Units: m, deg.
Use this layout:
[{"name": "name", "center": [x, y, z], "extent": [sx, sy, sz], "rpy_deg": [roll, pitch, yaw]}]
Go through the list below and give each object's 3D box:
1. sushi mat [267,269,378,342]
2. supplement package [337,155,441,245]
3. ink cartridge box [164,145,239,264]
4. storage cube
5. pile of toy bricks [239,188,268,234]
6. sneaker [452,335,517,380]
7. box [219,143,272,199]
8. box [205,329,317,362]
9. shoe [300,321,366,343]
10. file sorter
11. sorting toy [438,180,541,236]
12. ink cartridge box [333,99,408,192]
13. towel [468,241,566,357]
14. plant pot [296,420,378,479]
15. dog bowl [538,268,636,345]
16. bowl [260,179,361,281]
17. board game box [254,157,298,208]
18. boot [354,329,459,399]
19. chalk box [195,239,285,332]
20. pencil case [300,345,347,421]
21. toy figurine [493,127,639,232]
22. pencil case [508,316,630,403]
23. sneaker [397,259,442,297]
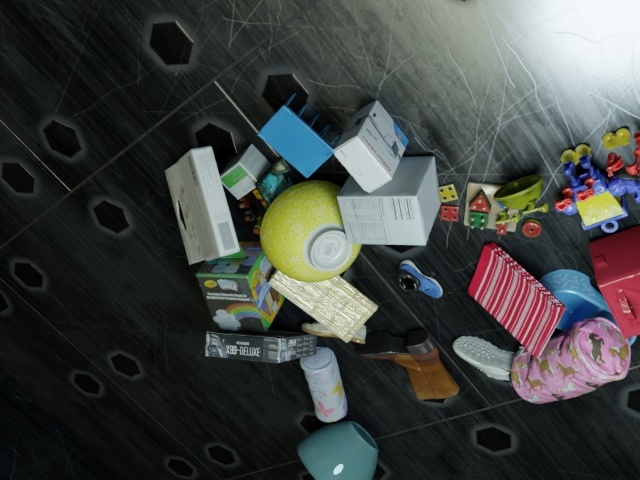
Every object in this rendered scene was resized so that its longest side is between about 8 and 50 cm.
[{"name": "sushi mat", "center": [0.007, 0.161, 2.122], "extent": [0.316, 0.019, 0.151], "rpy_deg": [38, 96, -10]}, {"name": "supplement package", "center": [0.178, -0.101, 1.780], "extent": [0.203, 0.194, 0.149], "rpy_deg": [2, 127, 24]}, {"name": "ink cartridge box", "center": [-0.336, -0.090, 1.980], "extent": [0.261, 0.066, 0.296], "rpy_deg": [-14, 91, 61]}, {"name": "storage cube", "center": [0.780, 0.087, 1.696], "extent": [0.193, 0.215, 0.183], "rpy_deg": [-23, 115, 26]}, {"name": "pile of toy bricks", "center": [-0.157, -0.047, 2.017], "extent": [0.118, 0.105, 0.212], "rpy_deg": [-18, 118, 31]}, {"name": "sneaker", "center": [0.499, 0.363, 2.102], "extent": [0.235, 0.090, 0.094], "rpy_deg": [23, 141, 5]}, {"name": "box", "center": [-0.206, -0.187, 1.930], "extent": [0.101, 0.102, 0.087], "rpy_deg": [-31, 112, 36]}, {"name": "box", "center": [-0.177, 0.323, 2.196], "extent": [0.243, 0.307, 0.076], "rpy_deg": [1, 86, 22]}, {"name": "shoe", "center": [0.043, 0.280, 2.232], "extent": [0.219, 0.076, 0.058], "rpy_deg": [9, 84, 22]}, {"name": "file sorter", "center": [-0.047, -0.272, 1.800], "extent": [0.170, 0.104, 0.118], "rpy_deg": [41, 130, -12]}, {"name": "sorting toy", "center": [0.428, -0.079, 1.806], "extent": [0.275, 0.046, 0.132], "rpy_deg": [9, 129, 15]}, {"name": "ink cartridge box", "center": [0.126, -0.229, 1.710], "extent": [0.082, 0.190, 0.139], "rpy_deg": [-28, 113, 35]}, {"name": "towel", "center": [0.507, 0.155, 1.866], "extent": [0.275, 0.031, 0.198], "rpy_deg": [48, 142, 36]}, {"name": "plant pot", "center": [0.087, 0.746, 2.460], "extent": [0.290, 0.290, 0.195], "rpy_deg": [43, 94, -14]}, {"name": "dog bowl", "center": [0.714, 0.195, 1.891], "extent": [0.297, 0.074, 0.166], "rpy_deg": [29, 131, -2]}, {"name": "bowl", "center": [0.000, 0.000, 1.863], "extent": [0.290, 0.156, 0.289], "rpy_deg": [-9, 116, -19]}, {"name": "board game box", "center": [-0.097, -0.115, 1.927], "extent": [0.026, 0.126, 0.186], "rpy_deg": [-6, 125, 39]}, {"name": "boot", "center": [0.272, 0.400, 2.235], "extent": [0.264, 0.096, 0.280], "rpy_deg": [-15, 127, 21]}, {"name": "chalk box", "center": [-0.243, 0.111, 2.129], "extent": [0.180, 0.179, 0.288], "rpy_deg": [1, 125, 21]}, {"name": "pencil case", "center": [0.011, 0.483, 2.361], "extent": [0.124, 0.113, 0.273], "rpy_deg": [6, 128, 29]}, {"name": "toy figurine", "center": [0.614, -0.075, 1.650], "extent": [0.363, 0.191, 0.217], "rpy_deg": [-24, 121, 31]}, {"name": "pencil case", "center": [0.652, 0.324, 1.872], "extent": [0.167, 0.160, 0.386], "rpy_deg": [18, 155, -7]}, {"name": "sneaker", "center": [0.279, 0.130, 2.000], "extent": [0.152, 0.084, 0.058], "rpy_deg": [42, 129, -13]}]
